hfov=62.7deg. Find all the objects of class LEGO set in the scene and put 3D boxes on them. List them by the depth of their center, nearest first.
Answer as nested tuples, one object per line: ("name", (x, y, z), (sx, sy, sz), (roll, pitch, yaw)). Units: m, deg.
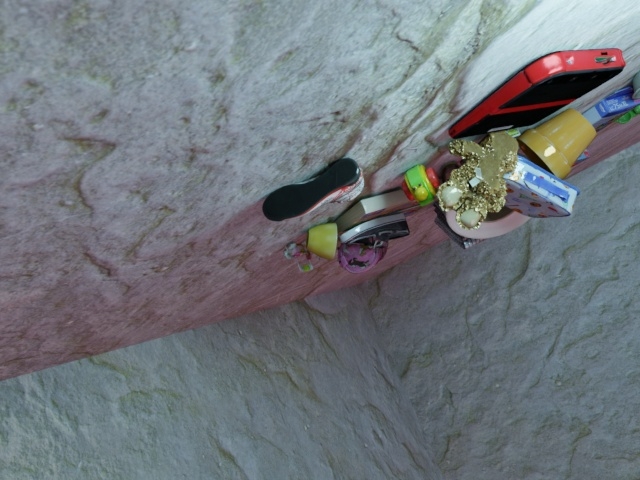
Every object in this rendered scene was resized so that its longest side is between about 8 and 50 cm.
("LEGO set", (-0.014, 0.047, 2.047), (0.286, 0.107, 0.132), (-15, 166, -35))

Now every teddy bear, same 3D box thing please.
("teddy bear", (0.461, -0.184, 1.557), (0.245, 0.338, 0.113), (25, 160, -11))

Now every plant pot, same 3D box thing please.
("plant pot", (0.797, -0.328, 1.752), (0.188, 0.205, 0.205), (-42, 164, 14))
("plant pot", (0.000, 0.000, 1.859), (0.095, 0.134, 0.134), (5, 163, -8))

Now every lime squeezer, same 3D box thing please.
("lime squeezer", (1.212, -0.517, 2.056), (0.109, 0.059, 0.310), (26, 140, -34))

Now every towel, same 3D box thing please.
("towel", (0.649, -0.111, 2.292), (0.234, 0.284, 0.121), (-29, 127, -3))

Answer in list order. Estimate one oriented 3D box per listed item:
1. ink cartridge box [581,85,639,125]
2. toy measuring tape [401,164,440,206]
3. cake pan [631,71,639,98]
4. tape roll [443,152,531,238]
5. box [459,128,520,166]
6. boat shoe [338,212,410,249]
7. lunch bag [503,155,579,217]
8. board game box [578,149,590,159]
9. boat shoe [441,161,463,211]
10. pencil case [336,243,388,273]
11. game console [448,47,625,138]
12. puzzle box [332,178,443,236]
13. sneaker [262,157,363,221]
("ink cartridge box", (1.027, -0.455, 1.919), (0.185, 0.065, 0.311), (-19, 166, -21))
("toy measuring tape", (0.328, -0.199, 1.700), (0.121, 0.121, 0.330), (-28, -170, 22))
("cake pan", (1.134, -0.556, 1.674), (0.293, 0.054, 0.293), (-22, 168, -5))
("tape roll", (0.658, -0.162, 2.001), (0.391, 0.072, 0.392), (-6, 137, -5))
("box", (0.557, -0.303, 1.743), (0.114, 0.036, 0.207), (-20, 168, -14))
("boat shoe", (0.202, -0.018, 1.896), (0.301, 0.102, 0.108), (-15, 169, -36))
("lunch bag", (0.690, -0.174, 1.744), (0.303, 0.115, 0.243), (25, 173, -10))
("board game box", (1.007, -0.325, 2.403), (0.308, 0.086, 0.302), (-16, 166, -32))
("boat shoe", (0.468, -0.183, 1.830), (0.073, 0.073, 0.207), (-17, 140, 12))
("pencil case", (0.179, 0.037, 2.135), (0.386, 0.167, 0.160), (-15, 128, -75))
("game console", (0.571, -0.384, 1.389), (0.386, 0.060, 0.342), (-15, 171, -33))
("puzzle box", (0.256, -0.119, 1.930), (0.408, 0.052, 0.272), (-17, 169, -29))
("sneaker", (-0.010, -0.113, 1.366), (0.269, 0.090, 0.145), (-27, 166, 8))
